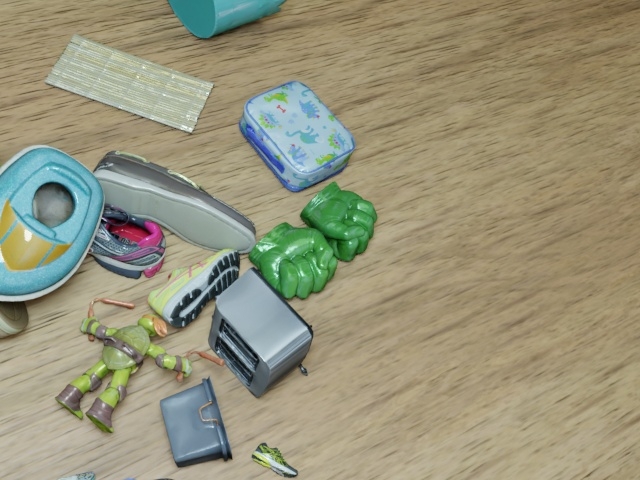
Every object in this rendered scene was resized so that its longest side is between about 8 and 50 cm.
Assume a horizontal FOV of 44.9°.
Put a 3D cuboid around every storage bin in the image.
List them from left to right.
[{"bbox_3d":[-0.204,0.300,1.259,0.091,0.098,0.135,-16,66,-13],"label":"storage bin"}]

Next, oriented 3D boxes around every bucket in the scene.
[{"bbox_3d":[-0.219,-0.584,1.673,0.183,0.281,0.281,-31,73,-25],"label":"bucket"}]

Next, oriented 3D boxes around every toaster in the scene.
[{"bbox_3d":[-0.103,0.164,1.323,0.110,0.168,0.185,-37,75,-28],"label":"toaster"}]

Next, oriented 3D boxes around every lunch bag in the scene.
[{"bbox_3d":[-0.053,-0.217,1.605,0.176,0.090,0.219,-32,74,-31],"label":"lunch bag"}]

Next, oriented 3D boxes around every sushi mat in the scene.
[{"bbox_3d":[-0.393,-0.328,1.612,0.316,0.019,0.151,19,58,-6],"label":"sushi mat"}]

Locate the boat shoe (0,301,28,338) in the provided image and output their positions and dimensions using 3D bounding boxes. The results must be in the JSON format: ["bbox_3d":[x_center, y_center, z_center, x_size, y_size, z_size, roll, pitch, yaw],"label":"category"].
[{"bbox_3d":[-0.623,0.050,1.277,0.341,0.121,0.110,43,93,10],"label":"boat shoe"}]

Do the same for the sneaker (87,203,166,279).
[{"bbox_3d":[-0.418,-0.030,1.373,0.299,0.112,0.121,14,57,-8],"label":"sneaker"}]

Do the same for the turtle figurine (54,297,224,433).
[{"bbox_3d":[-0.311,0.199,1.263,0.269,0.087,0.217,24,59,14],"label":"turtle figurine"}]

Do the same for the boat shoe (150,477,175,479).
[{"bbox_3d":[-0.328,0.431,1.138,0.285,0.092,0.103,-17,69,-23],"label":"boat shoe"}]

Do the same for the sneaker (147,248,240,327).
[{"bbox_3d":[-0.227,0.069,1.395,0.094,0.081,0.208,18,37,29],"label":"sneaker"}]

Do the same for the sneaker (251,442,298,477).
[{"bbox_3d":[-0.072,0.365,1.292,0.083,0.031,0.035,28,56,1],"label":"sneaker"}]

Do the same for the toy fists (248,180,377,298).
[{"bbox_3d":[0.000,0.000,1.491,0.142,0.096,0.279,43,57,9],"label":"toy fists"}]

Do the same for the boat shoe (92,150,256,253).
[{"bbox_3d":[-0.264,-0.073,1.445,0.324,0.116,0.096,21,47,-7],"label":"boat shoe"}]

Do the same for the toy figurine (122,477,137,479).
[{"bbox_3d":[-0.272,0.429,1.015,0.362,0.191,0.217,34,78,-22],"label":"toy figurine"}]

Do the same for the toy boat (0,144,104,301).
[{"bbox_3d":[-0.494,-0.057,1.189,0.318,0.148,0.267,34,63,-28],"label":"toy boat"}]

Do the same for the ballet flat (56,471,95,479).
[{"bbox_3d":[-0.395,0.384,1.175,0.041,0.041,0.114,41,59,9],"label":"ballet flat"}]
